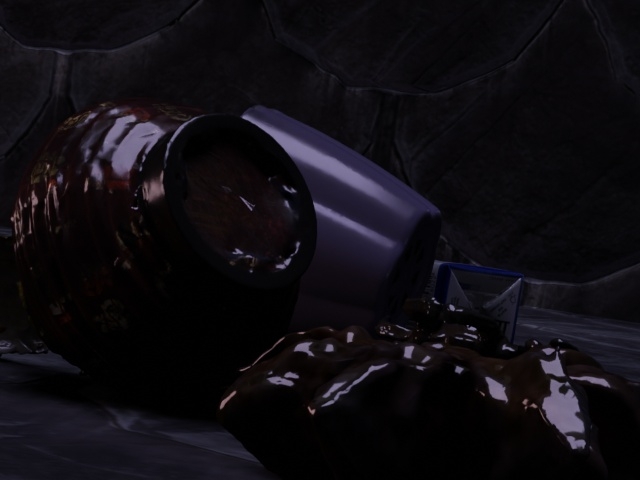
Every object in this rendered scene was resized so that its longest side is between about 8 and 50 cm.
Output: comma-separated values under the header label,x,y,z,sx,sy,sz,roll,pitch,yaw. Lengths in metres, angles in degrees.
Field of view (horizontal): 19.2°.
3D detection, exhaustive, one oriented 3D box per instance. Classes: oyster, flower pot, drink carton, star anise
label,x,y,z,sx,sy,sz,roll,pitch,yaw
oyster,-0.277,0.046,1.510,0.177,0.105,0.056,-14,21,-15
flower pot,0.000,0.000,2.194,0.243,0.265,0.265,20,5,16
drink carton,0.113,0.073,2.437,0.131,0.106,0.315,9,-1,-33
star anise,0.090,0.106,1.069,0.315,0.108,0.315,6,-6,1

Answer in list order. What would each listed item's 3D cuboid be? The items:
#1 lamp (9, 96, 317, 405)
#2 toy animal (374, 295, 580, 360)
label,x,y,z,sx,sy,sz,roll,pitch,yaw
lamp,-0.123,0.009,1.424,0.247,0.247,0.247,8,2,0
toy animal,0.138,0.113,1.909,0.233,0.084,0.148,8,-11,33
